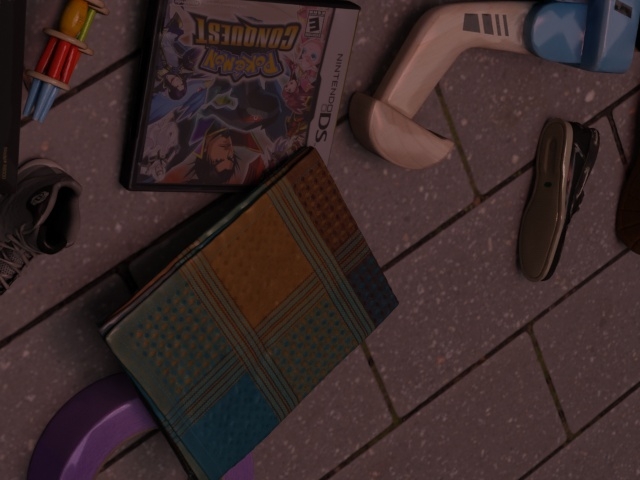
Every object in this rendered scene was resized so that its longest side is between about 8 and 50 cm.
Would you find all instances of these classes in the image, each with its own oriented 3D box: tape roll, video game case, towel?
[{"bbox_3d":[-0.222,0.305,1.954,0.274,0.090,0.275,-9,109,-29],"label":"tape roll"},{"bbox_3d":[-0.095,-0.178,1.904,0.274,0.035,0.248,0,112,-32],"label":"video game case"},{"bbox_3d":[-0.080,0.094,1.927,0.370,0.040,0.271,-43,121,-26],"label":"towel"}]

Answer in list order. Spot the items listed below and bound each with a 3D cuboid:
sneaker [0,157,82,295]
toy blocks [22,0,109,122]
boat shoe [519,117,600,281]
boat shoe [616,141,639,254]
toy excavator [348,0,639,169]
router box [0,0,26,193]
[{"bbox_3d":[-0.348,0.012,1.761,0.086,0.132,0.229,38,82,-34],"label":"sneaker"},{"bbox_3d":[-0.289,-0.202,1.747,0.054,0.123,0.148,22,90,-4],"label":"toy blocks"},{"bbox_3d":[0.340,-0.052,2.212,0.079,0.084,0.233,9,96,-34],"label":"boat shoe"},{"bbox_3d":[0.542,-0.139,2.285,0.123,0.123,0.342,-7,119,-42],"label":"boat shoe"},{"bbox_3d":[0.271,-0.305,2.048,0.445,0.222,0.433,2,103,-19],"label":"toy excavator"},{"bbox_3d":[-0.442,-0.202,1.669,0.243,0.081,0.309,-4,106,-32],"label":"router box"}]
